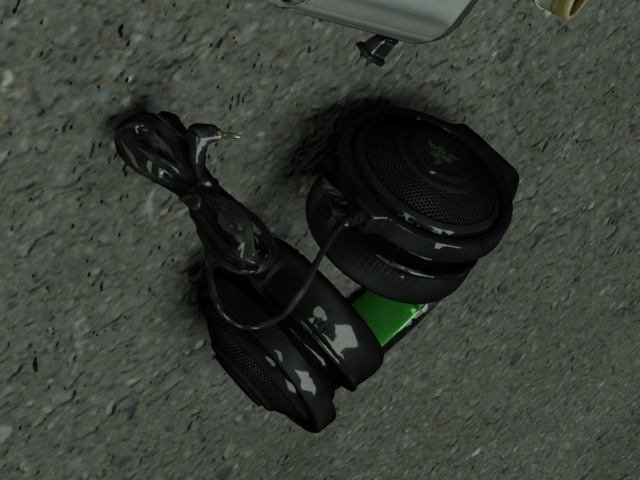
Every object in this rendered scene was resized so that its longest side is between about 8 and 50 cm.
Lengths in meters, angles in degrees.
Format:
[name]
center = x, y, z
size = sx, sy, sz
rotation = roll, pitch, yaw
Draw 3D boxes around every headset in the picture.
[headset]
center = 0.000, 0.000, 1.067
size = 0.243, 0.185, 0.394
rotation = -48, 165, 11

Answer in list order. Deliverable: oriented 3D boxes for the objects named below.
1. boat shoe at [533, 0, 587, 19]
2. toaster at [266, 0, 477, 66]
[boat shoe]
center = 0.216, -0.233, 1.074
size = 0.190, 0.072, 0.068
rotation = -52, 149, 9
[toaster]
center = 0.028, -0.202, 0.834
size = 0.146, 0.129, 0.227
rotation = 2, 127, -47
